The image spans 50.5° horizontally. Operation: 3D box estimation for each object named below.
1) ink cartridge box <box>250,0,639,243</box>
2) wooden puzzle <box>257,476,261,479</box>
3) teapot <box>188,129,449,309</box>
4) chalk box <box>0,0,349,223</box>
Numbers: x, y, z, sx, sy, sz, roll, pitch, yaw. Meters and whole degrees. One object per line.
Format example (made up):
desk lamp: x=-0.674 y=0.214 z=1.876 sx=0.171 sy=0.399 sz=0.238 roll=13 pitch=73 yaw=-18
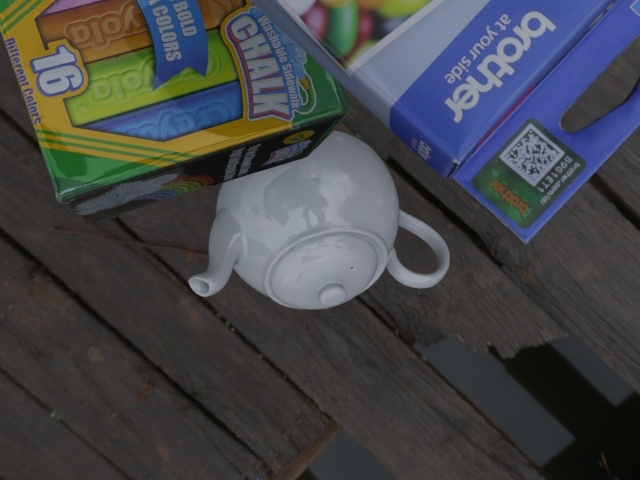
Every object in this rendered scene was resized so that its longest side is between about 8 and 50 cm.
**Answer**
ink cartridge box: x=0.050 y=-0.168 z=0.331 sx=0.311 sy=0.065 sz=0.186 roll=44 pitch=92 yaw=4
wooden puzzle: x=-0.054 y=0.224 z=0.445 sx=0.078 sy=0.014 sz=0.116 roll=36 pitch=74 yaw=15
teapot: x=0.000 y=0.000 z=0.849 sx=0.256 sy=0.187 sz=0.252 roll=-30 pitch=141 yaw=12
chalk box: x=-0.094 y=-0.147 z=0.575 sx=0.288 sy=0.180 sz=0.179 roll=-20 pitch=90 yaw=-13
